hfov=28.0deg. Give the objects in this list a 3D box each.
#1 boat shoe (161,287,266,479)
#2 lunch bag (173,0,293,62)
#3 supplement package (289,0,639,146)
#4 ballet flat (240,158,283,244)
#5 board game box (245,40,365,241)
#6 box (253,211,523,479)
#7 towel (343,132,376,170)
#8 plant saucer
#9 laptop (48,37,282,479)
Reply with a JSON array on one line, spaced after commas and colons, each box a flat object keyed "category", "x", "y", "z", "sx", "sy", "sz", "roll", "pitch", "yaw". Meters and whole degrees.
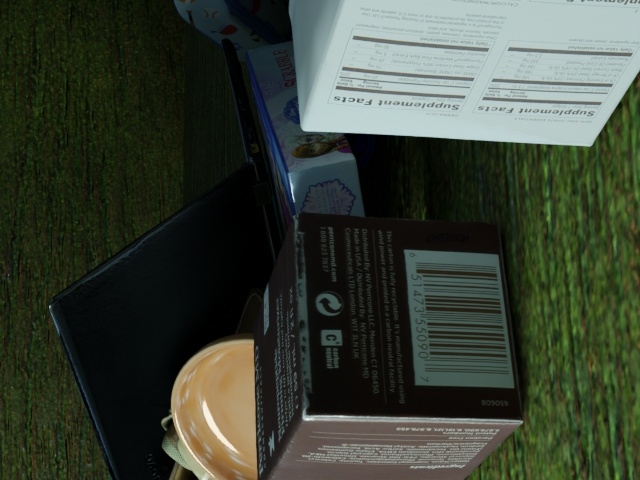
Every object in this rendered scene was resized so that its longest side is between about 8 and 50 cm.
[{"category": "boat shoe", "x": -0.099, "y": 0.207, "z": 1.307, "sx": 0.122, "sy": 0.120, "sz": 0.324, "roll": -145, "pitch": 66, "yaw": -63}, {"category": "lunch bag", "x": -0.108, "y": -0.414, "z": 1.786, "sx": 0.243, "sy": 0.115, "sz": 0.303, "roll": 28, "pitch": -123, "yaw": -54}, {"category": "supplement package", "x": 0.100, "y": -0.213, "z": 0.749, "sx": 0.262, "sy": 0.198, "sz": 0.199, "roll": 111, "pitch": 157, "yaw": -56}, {"category": "ballet flat", "x": -0.086, "y": 0.042, "z": 1.816, "sx": 0.106, "sy": 0.108, "sz": 0.316, "roll": 100, "pitch": 170, "yaw": -68}, {"category": "board game box", "x": 0.000, "y": 0.000, "z": 1.293, "sx": 0.318, "sy": 0.066, "sz": 0.318, "roll": -109, "pitch": 8, "yaw": -62}, {"category": "box", "x": 0.044, "y": 0.099, "z": 1.023, "sx": 0.203, "sy": 0.167, "sz": 0.168, "roll": 114, "pitch": 156, "yaw": -60}, {"category": "towel", "x": 0.014, "y": -0.249, "z": 1.458, "sx": 0.308, "sy": 0.076, "sz": 0.227, "roll": -105, "pitch": 22, "yaw": -55}, {"category": "plant saucer", "x": -0.041, "y": 0.165, "z": 1.198, "sx": 0.037, "sy": 0.200, "sz": 0.200, "roll": -62, "pitch": -14, "yaw": -55}, {"category": "laptop", "x": -0.155, "y": 0.049, "z": 1.479, "sx": 0.408, "sy": 0.236, "sz": 0.382, "roll": -106, "pitch": 5, "yaw": -49}]
